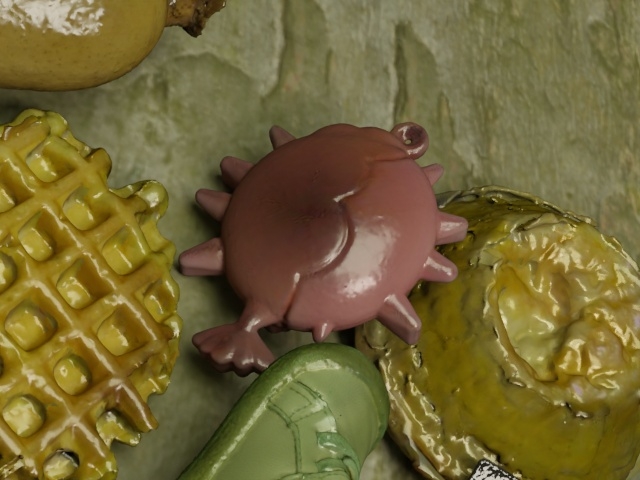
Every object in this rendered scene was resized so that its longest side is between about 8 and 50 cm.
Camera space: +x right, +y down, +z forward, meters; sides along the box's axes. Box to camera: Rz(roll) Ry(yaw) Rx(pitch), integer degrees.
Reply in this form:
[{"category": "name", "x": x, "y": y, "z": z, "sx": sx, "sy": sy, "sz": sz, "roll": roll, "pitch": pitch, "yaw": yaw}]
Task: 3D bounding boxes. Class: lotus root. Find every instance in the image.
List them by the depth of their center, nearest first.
[{"category": "lotus root", "x": -0.223, "y": -0.178, "z": 1.210, "sx": 0.303, "sy": 0.131, "sz": 0.146, "roll": 1, "pitch": 44, "yaw": -28}]

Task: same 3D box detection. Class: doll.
[{"category": "doll", "x": 0.000, "y": 0.000, "z": 1.256, "sx": 0.211, "sy": 0.093, "sz": 0.262, "roll": 25, "pitch": 63, "yaw": 15}]

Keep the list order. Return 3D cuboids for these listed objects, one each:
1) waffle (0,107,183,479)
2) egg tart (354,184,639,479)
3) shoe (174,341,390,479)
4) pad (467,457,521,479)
[{"category": "waffle", "x": -0.237, "y": 0.027, "z": 1.152, "sx": 0.312, "sy": 0.060, "sz": 0.307, "roll": 22, "pitch": 56, "yaw": -19}, {"category": "egg tart", "x": 0.176, "y": 0.081, "z": 1.322, "sx": 0.315, "sy": 0.120, "sz": 0.315, "roll": 12, "pitch": 61, "yaw": -23}, {"category": "shoe", "x": -0.029, "y": 0.194, "z": 1.144, "sx": 0.128, "sy": 0.140, "sz": 0.262, "roll": 33, "pitch": 55, "yaw": 25}, {"category": "pad", "x": 0.173, "y": 0.277, "z": 1.253, "sx": 0.211, "sy": 0.003, "sz": 0.143, "roll": 32, "pitch": 84, "yaw": -12}]
